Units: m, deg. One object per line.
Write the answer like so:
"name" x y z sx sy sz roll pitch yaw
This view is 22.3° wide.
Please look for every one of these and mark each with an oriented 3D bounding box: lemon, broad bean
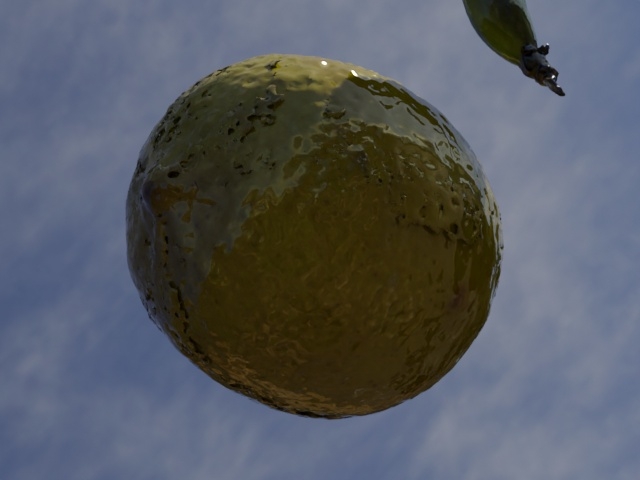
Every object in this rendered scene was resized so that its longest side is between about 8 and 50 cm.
"lemon" 0.000 0.000 1.181 0.310 0.258 0.258 32 -85 -35
"broad bean" 0.129 -0.251 1.265 0.075 0.325 0.067 -16 -12 24
